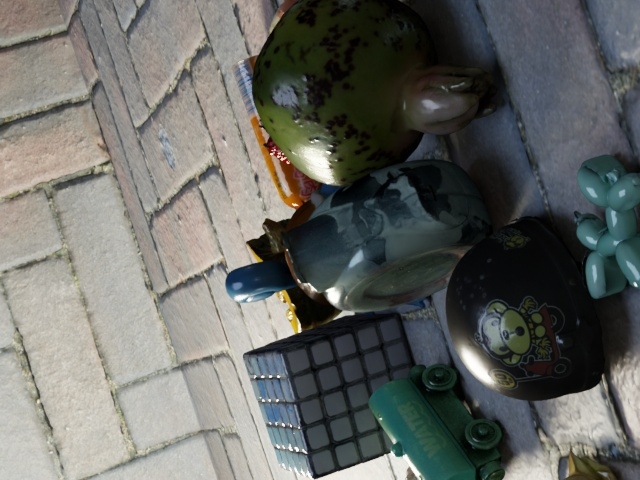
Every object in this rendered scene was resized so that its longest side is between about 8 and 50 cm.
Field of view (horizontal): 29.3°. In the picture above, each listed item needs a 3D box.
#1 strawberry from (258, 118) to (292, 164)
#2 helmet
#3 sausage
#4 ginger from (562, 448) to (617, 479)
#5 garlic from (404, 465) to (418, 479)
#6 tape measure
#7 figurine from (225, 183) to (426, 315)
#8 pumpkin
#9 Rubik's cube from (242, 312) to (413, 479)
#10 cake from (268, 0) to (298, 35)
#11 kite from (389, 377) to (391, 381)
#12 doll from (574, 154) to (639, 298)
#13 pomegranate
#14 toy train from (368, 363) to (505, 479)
[{"bbox_3d":[-0.033,-0.205,2.119,0.148,0.131,0.131,-31,73,25],"label":"strawberry"},{"bbox_3d":[0.239,0.096,1.562,0.279,0.160,0.231,-150,42,-70],"label":"helmet"},{"bbox_3d":[-0.069,-0.186,2.248,0.312,0.093,0.093,70,160,4],"label":"sausage"},{"bbox_3d":[0.352,0.396,1.623,0.115,0.122,0.193,11,125,45],"label":"ginger"},{"bbox_3d":[0.186,0.415,2.116,0.074,0.094,0.113,-60,28,8],"label":"garlic"},{"bbox_3d":[0.103,-0.010,1.688,0.275,0.256,0.147,27,-140,-64],"label":"tape measure"},{"bbox_3d":[0.027,0.001,2.038,0.416,0.243,0.298,-29,69,49],"label":"figurine"},{"bbox_3d":[-0.043,0.043,2.327,0.248,0.131,0.126,57,164,23],"label":"pumpkin"},{"bbox_3d":[0.026,0.269,2.173,0.237,0.238,0.237,161,92,-70],"label":"Rubik's cube"},{"bbox_3d":[-0.005,-0.296,1.992,0.225,0.090,0.109,64,155,19],"label":"cake"},{"bbox_3d":[0.184,0.320,2.004,0.015,0.141,0.245,-52,41,26],"label":"kite"},{"bbox_3d":[0.334,-0.018,1.382,0.159,0.059,0.159,68,161,9],"label":"doll"},{"bbox_3d":[0.082,-0.206,1.658,0.340,0.285,0.285,12,123,32],"label":"pomegranate"},{"bbox_3d":[0.181,0.300,1.919,0.248,0.159,0.101,52,156,41],"label":"toy train"}]
